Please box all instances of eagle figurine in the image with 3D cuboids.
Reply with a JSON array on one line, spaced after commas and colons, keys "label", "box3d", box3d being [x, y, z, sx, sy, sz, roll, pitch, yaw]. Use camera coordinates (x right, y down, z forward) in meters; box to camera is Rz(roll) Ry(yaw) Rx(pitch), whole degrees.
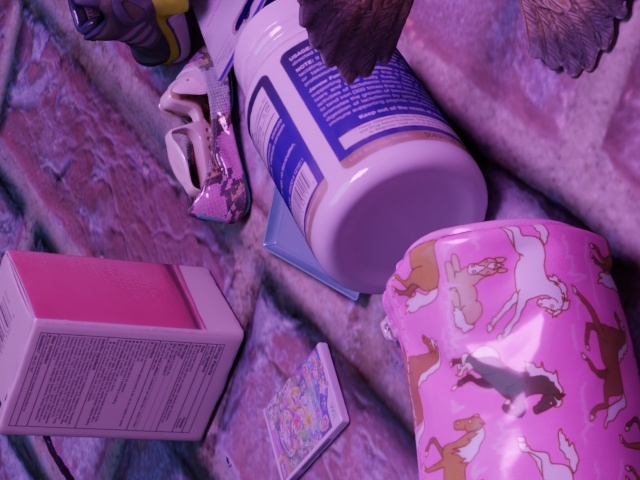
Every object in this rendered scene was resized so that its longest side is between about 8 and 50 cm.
[{"label": "eagle figurine", "box3d": [0.114, -0.283, 1.288, 0.226, 0.225, 0.298, -24, 54, 45]}]

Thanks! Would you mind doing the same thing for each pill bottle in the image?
[{"label": "pill bottle", "box3d": [0.024, -0.091, 1.425, 0.153, 0.153, 0.264, -63, 37, 31]}]

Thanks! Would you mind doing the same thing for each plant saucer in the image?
[{"label": "plant saucer", "box3d": [0.000, 0.000, 1.582, 0.192, 0.018, 0.067, 28, 109, 58]}]

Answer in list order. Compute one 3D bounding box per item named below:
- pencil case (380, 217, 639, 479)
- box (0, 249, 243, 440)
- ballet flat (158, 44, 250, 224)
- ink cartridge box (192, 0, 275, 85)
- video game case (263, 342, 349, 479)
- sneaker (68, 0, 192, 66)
[{"label": "pencil case", "box3d": [0.146, 0.182, 1.169, 0.167, 0.160, 0.386, -33, 58, 52]}, {"label": "box", "box3d": [-0.221, 0.110, 1.723, 0.127, 0.232, 0.148, 57, 132, 47]}, {"label": "ballet flat", "box3d": [-0.128, -0.118, 1.756, 0.077, 0.079, 0.221, -44, 49, 49]}, {"label": "ink cartridge box", "box3d": [-0.089, -0.325, 1.744, 0.165, 0.065, 0.332, -56, 39, 38]}, {"label": "video game case", "box3d": [-0.015, 0.166, 1.584, 0.122, 0.011, 0.087, -52, 43, 42]}, {"label": "sneaker", "box3d": [-0.209, -0.255, 1.796, 0.300, 0.121, 0.111, 106, 149, -77]}]
